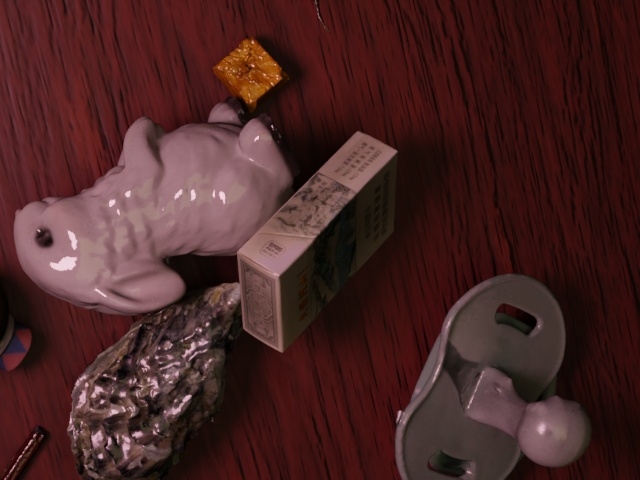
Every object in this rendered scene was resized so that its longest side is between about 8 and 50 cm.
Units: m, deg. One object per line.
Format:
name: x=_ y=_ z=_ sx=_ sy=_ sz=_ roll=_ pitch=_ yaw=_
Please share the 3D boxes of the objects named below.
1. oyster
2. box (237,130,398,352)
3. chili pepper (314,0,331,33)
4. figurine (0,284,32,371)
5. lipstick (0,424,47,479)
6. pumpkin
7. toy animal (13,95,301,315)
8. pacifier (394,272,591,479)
oyster: x=-0.204 y=0.184 z=1.829 sx=0.351 sy=0.158 sz=0.162 roll=-51 pitch=140 yaw=9
box: x=0.000 y=0.000 z=1.789 sx=0.069 sy=0.164 sz=0.256 roll=29 pitch=57 yaw=23
chili pepper: x=-0.010 y=-0.366 z=1.831 sx=0.086 sy=0.084 sz=0.192 roll=-12 pitch=95 yaw=5
figurine: x=-0.493 y=0.082 z=1.745 sx=0.276 sy=0.161 sz=0.158 roll=34 pitch=129 yaw=-13
lipstick: x=-0.419 y=0.323 z=1.849 sx=0.027 sy=0.027 sz=0.176 roll=36 pitch=86 yaw=-15
pumpkin: x=-0.091 y=-0.219 z=1.845 sx=0.074 sy=0.054 sz=0.083 roll=-40 pitch=83 yaw=-9
toy animal: x=-0.199 y=-0.023 z=1.761 sx=0.357 sy=0.194 sz=0.257 roll=-33 pitch=107 yaw=-13
pacifier: x=0.263 y=0.228 z=1.883 sx=0.288 sy=0.269 sz=0.343 roll=21 pitch=96 yaw=-40
